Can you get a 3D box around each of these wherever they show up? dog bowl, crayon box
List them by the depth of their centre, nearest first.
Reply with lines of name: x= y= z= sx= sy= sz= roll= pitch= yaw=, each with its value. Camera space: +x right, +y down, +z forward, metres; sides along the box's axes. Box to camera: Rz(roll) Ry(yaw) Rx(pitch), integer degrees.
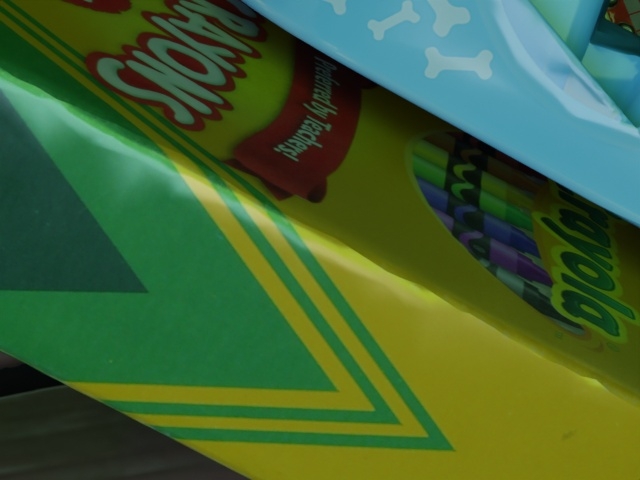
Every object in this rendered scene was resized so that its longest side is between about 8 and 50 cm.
crayon box: x=0.000 y=0.000 z=0.630 sx=0.318 sy=0.202 sz=0.081 roll=28 pitch=110 yaw=-5
dog bowl: x=0.096 y=-0.058 z=0.652 sx=0.297 sy=0.166 sz=0.074 roll=30 pitch=101 yaw=5

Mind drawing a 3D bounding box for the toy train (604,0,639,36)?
toy train: x=0.106 y=-0.080 z=0.745 sx=0.036 sy=0.027 sz=0.158 roll=-20 pitch=85 yaw=-21
